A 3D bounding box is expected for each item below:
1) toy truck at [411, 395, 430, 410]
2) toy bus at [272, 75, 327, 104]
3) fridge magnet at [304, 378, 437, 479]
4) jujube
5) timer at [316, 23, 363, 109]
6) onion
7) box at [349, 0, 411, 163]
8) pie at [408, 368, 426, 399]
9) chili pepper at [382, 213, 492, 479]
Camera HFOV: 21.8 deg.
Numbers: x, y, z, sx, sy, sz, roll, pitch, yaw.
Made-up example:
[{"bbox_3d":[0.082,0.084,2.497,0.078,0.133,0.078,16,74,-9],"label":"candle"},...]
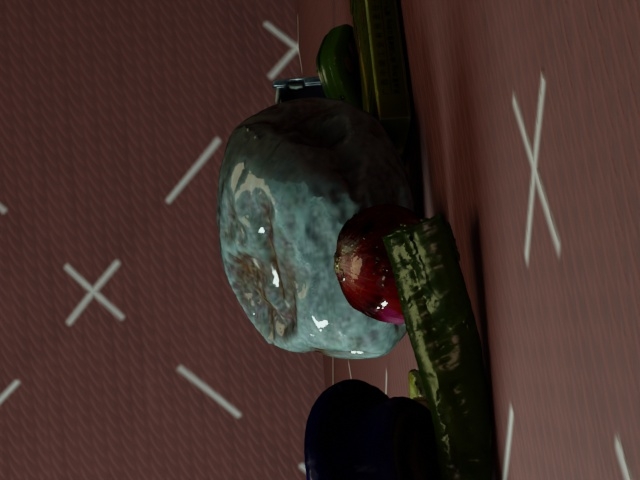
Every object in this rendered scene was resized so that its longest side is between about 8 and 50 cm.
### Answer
[{"bbox_3d":[0.114,0.241,1.879,0.063,0.052,0.123,101,167,-51],"label":"toy truck"},{"bbox_3d":[0.014,-0.064,2.310,0.179,0.143,0.305,98,166,-82],"label":"toy bus"},{"bbox_3d":[0.072,0.256,1.587,0.265,0.113,0.265,48,-151,-39],"label":"fridge magnet"},{"bbox_3d":[0.008,-0.003,1.930,0.246,0.215,0.308,22,130,40],"label":"jujube"},{"bbox_3d":[0.038,-0.205,2.147,0.140,0.047,0.128,-73,-38,-57],"label":"timer"},{"bbox_3d":[0.074,0.025,1.758,0.131,0.131,0.131,176,90,-86],"label":"onion"},{"bbox_3d":[0.069,-0.250,2.033,0.173,0.043,0.311,95,170,-69],"label":"box"},{"bbox_3d":[0.119,0.191,1.969,0.084,0.020,0.084,174,90,-85],"label":"pie"},{"bbox_3d":[0.124,0.153,1.530,0.085,0.076,0.359,-23,75,47],"label":"chili pepper"}]
